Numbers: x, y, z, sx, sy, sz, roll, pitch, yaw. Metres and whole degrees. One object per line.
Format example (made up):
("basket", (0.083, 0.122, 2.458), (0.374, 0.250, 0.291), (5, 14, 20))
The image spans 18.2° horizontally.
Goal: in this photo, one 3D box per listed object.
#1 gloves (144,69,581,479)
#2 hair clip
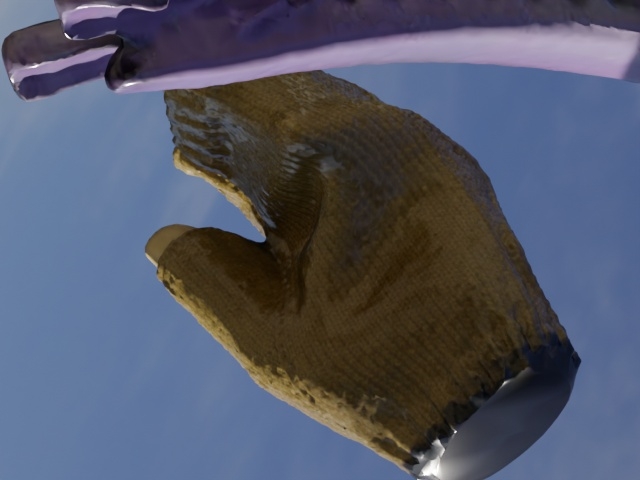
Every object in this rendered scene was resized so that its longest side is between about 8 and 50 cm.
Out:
("gloves", (0.013, 0.003, 1.293), (0.203, 0.356, 0.155), (-52, 163, 27))
("hair clip", (0.040, -0.080, 0.616), (0.137, 0.278, 0.090), (-24, -113, 62))
